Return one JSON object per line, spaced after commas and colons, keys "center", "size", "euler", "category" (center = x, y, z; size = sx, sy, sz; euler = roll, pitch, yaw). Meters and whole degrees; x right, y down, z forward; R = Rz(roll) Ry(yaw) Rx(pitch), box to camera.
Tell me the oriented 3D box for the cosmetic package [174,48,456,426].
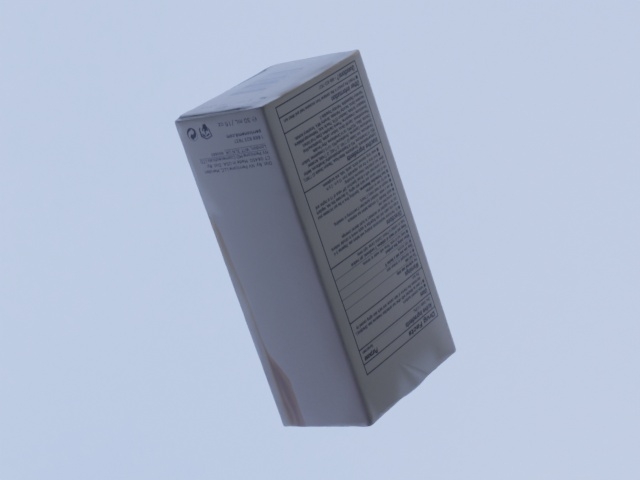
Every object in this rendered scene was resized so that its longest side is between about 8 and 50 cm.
{"center": [0.000, 0.000, 0.581], "size": [0.060, 0.041, 0.115], "euler": [-34, -68, -47], "category": "cosmetic package"}
